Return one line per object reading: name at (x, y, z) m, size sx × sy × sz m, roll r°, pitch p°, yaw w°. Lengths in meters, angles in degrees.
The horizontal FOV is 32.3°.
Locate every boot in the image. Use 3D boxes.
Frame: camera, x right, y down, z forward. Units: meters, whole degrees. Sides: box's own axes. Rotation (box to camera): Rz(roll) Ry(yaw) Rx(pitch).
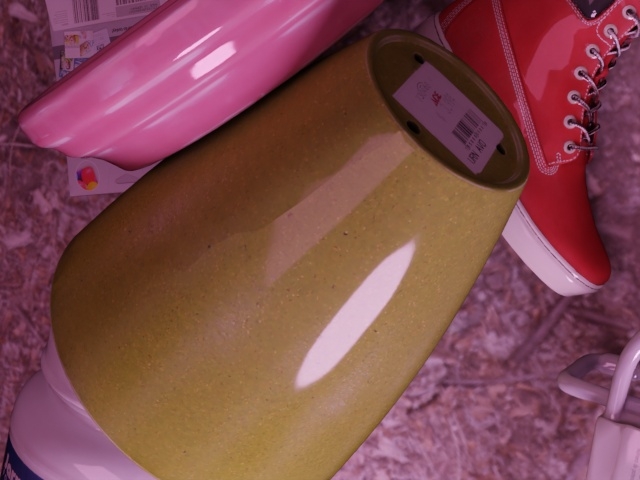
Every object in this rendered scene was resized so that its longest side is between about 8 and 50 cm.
boot at (0.192, -0.095, 0.800) m, size 0.176 × 0.088 × 0.244 m, roll -29°, pitch 80°, yaw 27°

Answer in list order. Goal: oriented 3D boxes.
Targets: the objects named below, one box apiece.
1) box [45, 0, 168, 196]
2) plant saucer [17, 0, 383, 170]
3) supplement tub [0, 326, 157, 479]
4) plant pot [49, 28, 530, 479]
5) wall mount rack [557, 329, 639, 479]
box at (-0.176, -0.138, 1.014) m, size 0.145 × 0.038 × 0.186 m, roll -3°, pitch 95°, yaw 29°
plant saucer at (-0.063, -0.156, 0.805) m, size 0.332 × 0.332 × 0.084 m, roll -28°, pitch 107°, yaw 29°
supplement tub at (-0.164, 0.232, 0.957) m, size 0.228 × 0.228 × 0.316 m, roll 21°, pitch 107°, yaw 24°
plant pot at (0.000, 0.000, 0.783) m, size 0.274 × 0.275 × 0.293 m, roll 53°, pitch 125°, yaw 11°
wall mount rack at (0.300, 0.222, 0.772) m, size 0.304 × 0.130 × 0.350 m, roll 16°, pitch 105°, yaw 29°
